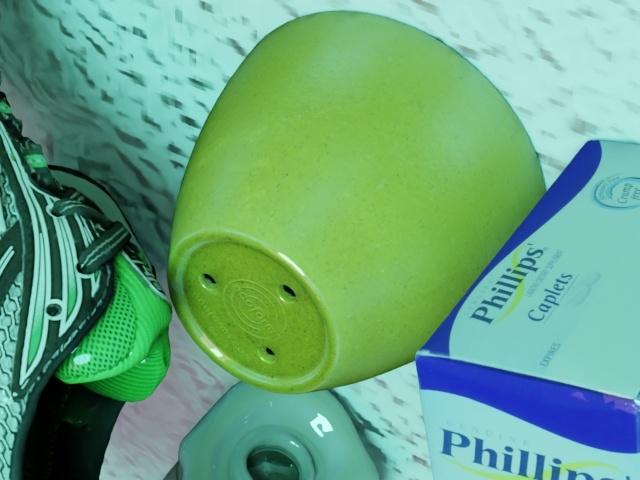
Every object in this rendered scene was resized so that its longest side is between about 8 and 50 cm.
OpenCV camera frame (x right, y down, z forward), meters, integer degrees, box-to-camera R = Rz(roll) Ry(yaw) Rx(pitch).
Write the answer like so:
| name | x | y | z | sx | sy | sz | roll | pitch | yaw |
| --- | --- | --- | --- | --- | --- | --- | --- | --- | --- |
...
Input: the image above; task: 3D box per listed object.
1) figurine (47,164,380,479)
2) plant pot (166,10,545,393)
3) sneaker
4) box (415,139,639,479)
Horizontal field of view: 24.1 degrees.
| name | x | y | z | sx | sy | sz | roll | pitch | yaw |
| --- | --- | --- | --- | --- | --- | --- | --- | --- | --- |
| figurine | -0.101 | 0.094 | 0.702 | 0.215 | 0.092 | 0.209 | 42 | 145 | -1 |
| plant pot | 0.000 | 0.000 | 0.534 | 0.134 | 0.095 | 0.134 | 20 | 134 | 22 |
| sneaker | -0.122 | 0.001 | 0.531 | 0.146 | 0.134 | 0.343 | -10 | 77 | 8 |
| box | 0.098 | 0.059 | 0.487 | 0.072 | 0.126 | 0.137 | 11 | 130 | 31 |
